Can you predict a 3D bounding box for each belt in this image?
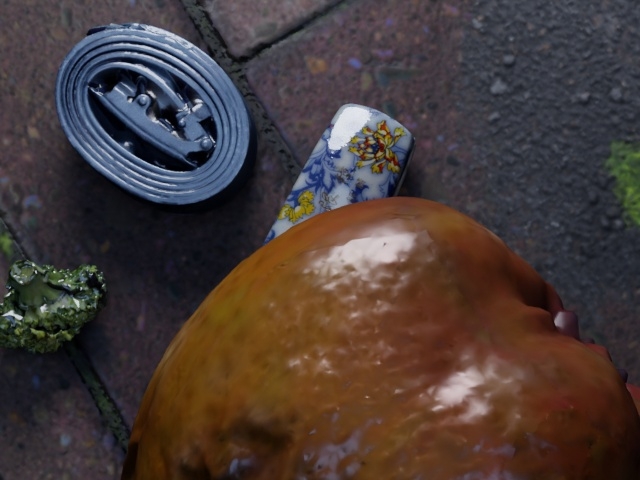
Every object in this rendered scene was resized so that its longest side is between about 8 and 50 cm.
[{"bbox_3d":[-0.145,-0.108,1.746,0.190,0.082,0.141,36,86,7],"label":"belt"}]

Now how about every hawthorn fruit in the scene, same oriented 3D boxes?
[{"bbox_3d":[0.048,0.206,1.512,0.472,0.472,0.471,0,80,2],"label":"hawthorn fruit"}]

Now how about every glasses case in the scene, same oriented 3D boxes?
[{"bbox_3d":[0.000,0.000,1.728,0.087,0.065,0.248,26,81,4],"label":"glasses case"}]

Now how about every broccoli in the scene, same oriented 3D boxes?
[{"bbox_3d":[-0.241,0.053,1.718,0.097,0.092,0.095,15,59,20],"label":"broccoli"}]
